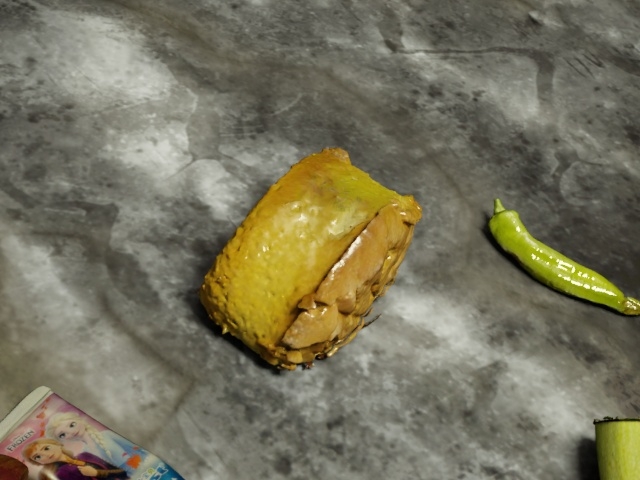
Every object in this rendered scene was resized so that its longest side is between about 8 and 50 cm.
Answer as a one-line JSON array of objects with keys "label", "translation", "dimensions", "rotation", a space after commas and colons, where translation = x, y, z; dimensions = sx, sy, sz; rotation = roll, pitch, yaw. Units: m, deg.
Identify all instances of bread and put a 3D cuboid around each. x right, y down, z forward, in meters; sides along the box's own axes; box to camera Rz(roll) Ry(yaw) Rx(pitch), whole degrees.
[{"label": "bread", "translation": [0.004, -0.001, 1.306], "dimensions": [0.160, 0.147, 0.260], "rotation": [35, 48, 16]}]

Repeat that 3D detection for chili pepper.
[{"label": "chili pepper", "translation": [0.259, 0.030, 1.422], "dimensions": [0.208, 0.043, 0.049], "rotation": [38, 23, 15]}]

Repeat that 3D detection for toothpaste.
[{"label": "toothpaste", "translation": [-0.172, 0.213, 1.117], "dimensions": [0.266, 0.061, 0.096], "rotation": [27, 46, 20]}]

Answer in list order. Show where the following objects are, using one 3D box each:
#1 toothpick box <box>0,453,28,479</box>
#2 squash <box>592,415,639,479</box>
[{"label": "toothpick box", "translation": [-0.185, 0.280, 0.952], "dimensions": [0.294, 0.192, 0.192], "rotation": [21, 44, -2]}, {"label": "squash", "translation": [0.306, 0.263, 1.141], "dimensions": [0.137, 0.137, 0.287], "rotation": [13, 46, -2]}]
